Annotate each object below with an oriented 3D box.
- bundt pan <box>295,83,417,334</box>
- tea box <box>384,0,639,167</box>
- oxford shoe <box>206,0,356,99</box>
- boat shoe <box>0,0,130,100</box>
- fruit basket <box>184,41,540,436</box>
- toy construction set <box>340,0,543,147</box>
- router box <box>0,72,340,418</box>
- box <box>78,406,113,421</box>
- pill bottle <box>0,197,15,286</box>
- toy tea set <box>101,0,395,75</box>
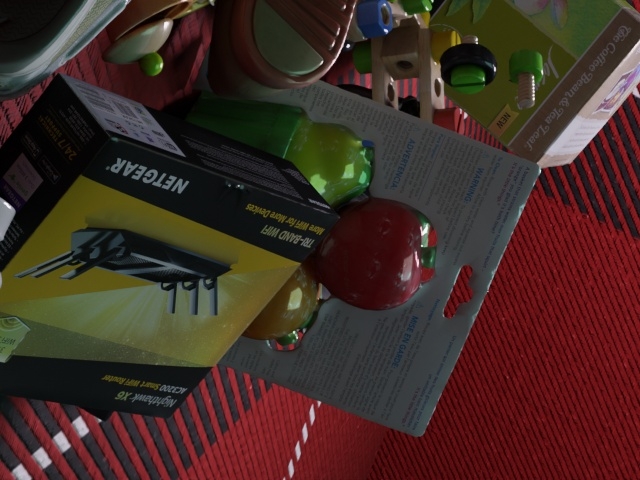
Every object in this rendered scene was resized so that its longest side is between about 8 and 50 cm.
[{"bbox_3d":[-0.002,-0.055,2.146,0.331,0.124,0.331,-57,166,-23],"label":"bundt pan"},{"bbox_3d":[0.238,-0.271,2.140,0.220,0.323,0.329,-52,169,13],"label":"tea box"},{"bbox_3d":[-0.017,-0.311,1.651,0.146,0.140,0.397,-17,-137,57],"label":"oxford shoe"},{"bbox_3d":[-0.147,-0.237,1.229,0.320,0.118,0.103,-55,174,-16],"label":"boat shoe"},{"bbox_3d":[0.000,0.000,1.749,0.165,0.353,0.327,-92,-159,-69],"label":"fruit basket"},{"bbox_3d":[0.044,-0.232,1.844,0.309,0.257,0.237,-29,-133,43],"label":"toy construction set"},{"bbox_3d":[-0.160,0.018,1.359,0.243,0.081,0.309,-50,148,15],"label":"router box"},{"bbox_3d":[-0.184,0.058,1.618,0.158,0.093,0.156,-62,178,32],"label":"box"},{"bbox_3d":[-0.297,0.052,1.170,0.215,0.117,0.117,-62,168,-9],"label":"pill bottle"},{"bbox_3d":[-0.035,-0.224,1.433,0.336,0.124,0.200,-29,-179,-10],"label":"toy tea set"}]
